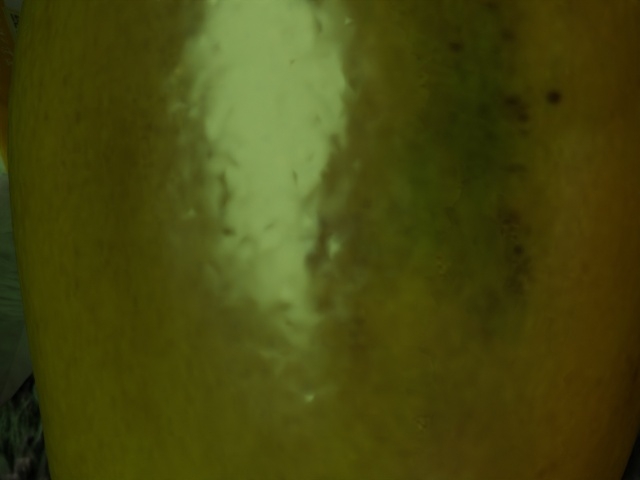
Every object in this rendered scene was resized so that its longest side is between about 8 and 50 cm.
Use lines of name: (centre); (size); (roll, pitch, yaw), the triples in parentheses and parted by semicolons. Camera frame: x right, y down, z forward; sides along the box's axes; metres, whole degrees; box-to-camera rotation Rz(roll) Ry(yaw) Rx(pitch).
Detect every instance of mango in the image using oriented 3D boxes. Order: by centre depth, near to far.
mango: (0.000, 0.000, 0.798); (0.300, 0.232, 0.446); (10, 93, 44)

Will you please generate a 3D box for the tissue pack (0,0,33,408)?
tissue pack: (-0.205, -0.052, 1.102); (0.185, 0.124, 0.225); (-47, 50, 28)
